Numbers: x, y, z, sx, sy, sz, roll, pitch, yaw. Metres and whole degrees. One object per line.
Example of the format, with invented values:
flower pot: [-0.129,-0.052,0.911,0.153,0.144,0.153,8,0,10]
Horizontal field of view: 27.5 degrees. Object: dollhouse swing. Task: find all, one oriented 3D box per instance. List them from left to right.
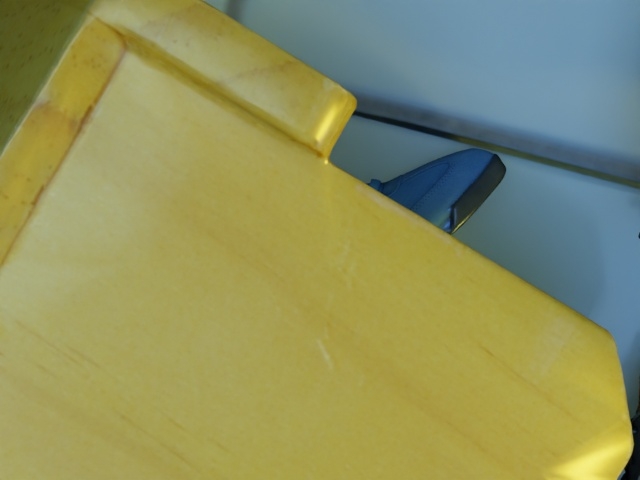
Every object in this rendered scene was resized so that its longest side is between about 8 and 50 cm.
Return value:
dollhouse swing: [-0.088,0.080,0.650,0.305,0.315,0.347,30,91,-29]

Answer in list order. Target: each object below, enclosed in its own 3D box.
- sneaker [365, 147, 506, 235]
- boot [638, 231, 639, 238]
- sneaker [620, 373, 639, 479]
sneaker: [0.000,0.000,0.711,0.209,0.069,0.082,-35,90,15]
boot: [0.270,0.018,0.579,0.260,0.131,0.348,8,61,5]
sneaker: [0.193,0.137,0.699,0.108,0.100,0.271,32,99,12]
